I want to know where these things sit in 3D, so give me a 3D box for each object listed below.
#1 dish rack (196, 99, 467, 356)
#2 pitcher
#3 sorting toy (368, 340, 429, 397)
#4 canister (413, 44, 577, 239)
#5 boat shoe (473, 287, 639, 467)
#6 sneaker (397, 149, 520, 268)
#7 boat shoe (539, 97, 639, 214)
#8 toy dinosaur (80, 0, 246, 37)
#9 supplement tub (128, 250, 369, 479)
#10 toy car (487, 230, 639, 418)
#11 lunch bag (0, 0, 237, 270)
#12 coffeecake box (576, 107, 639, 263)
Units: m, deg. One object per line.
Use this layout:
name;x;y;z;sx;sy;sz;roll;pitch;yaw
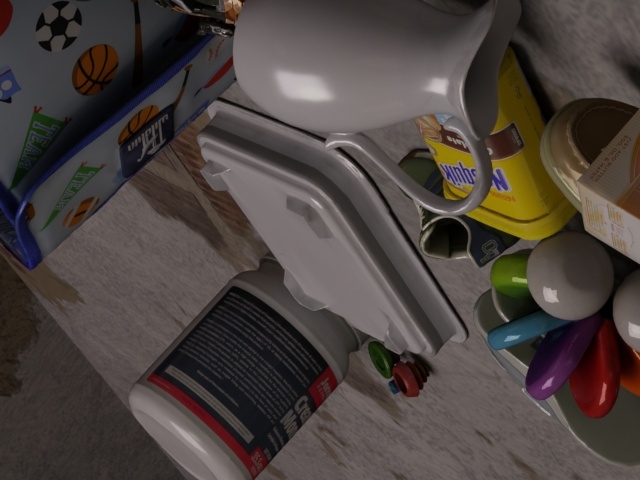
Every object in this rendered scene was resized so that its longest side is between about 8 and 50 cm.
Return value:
dish rack;0.000;0.000;2.170;0.285;0.072;0.333;24;156;47
pitcher;0.041;-0.115;1.493;0.207;0.178;0.125;9;-169;23
sorting toy;0.102;0.156;2.396;0.102;0.042;0.061;44;154;45
canister;0.134;-0.091;1.602;0.126;0.073;0.170;25;155;44
boat shoe;0.243;0.135;1.943;0.227;0.079;0.081;45;174;9
sneaker;0.113;-0.025;1.795;0.192;0.086;0.064;22;154;53
boat shoe;0.290;-0.023;1.377;0.285;0.105;0.089;30;158;6
toy dinosaur;-0.073;-0.243;1.610;0.218;0.164;0.322;29;156;9
supplement tub;-0.087;0.161;2.416;0.191;0.272;0.191;39;164;13
toy car;0.222;0.079;1.667;0.182;0.136;0.159;23;167;-9
lunch bag;-0.247;-0.193;1.802;0.239;0.328;0.385;34;161;42
coffeecake box;0.286;-0.028;1.272;0.185;0.142;0.068;33;162;28
